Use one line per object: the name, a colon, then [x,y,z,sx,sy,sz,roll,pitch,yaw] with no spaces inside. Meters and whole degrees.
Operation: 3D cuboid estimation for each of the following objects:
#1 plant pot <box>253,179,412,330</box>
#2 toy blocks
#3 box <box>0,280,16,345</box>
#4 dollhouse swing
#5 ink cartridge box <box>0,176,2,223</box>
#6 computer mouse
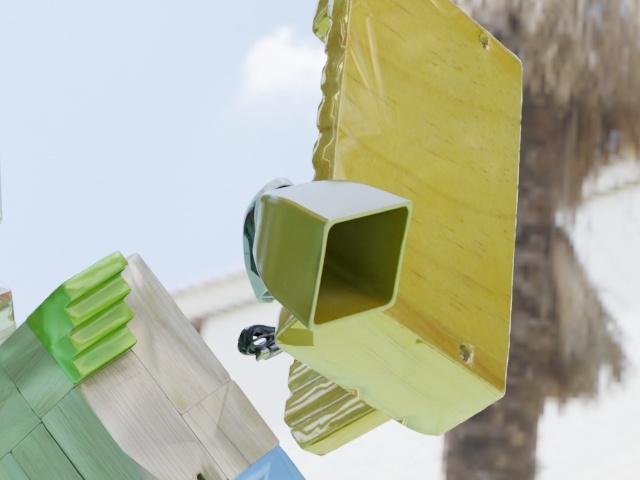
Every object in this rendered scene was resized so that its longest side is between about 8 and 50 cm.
plant pot: [0.000,0.000,1.302,0.081,0.083,0.081,-14,-56,-41]
toy blocks: [-0.134,0.192,1.212,0.261,0.191,0.381,53,-44,4]
box: [-0.453,0.109,1.881,0.324,0.067,0.063,-20,-56,-32]
dollhouse swing: [0.005,-0.015,1.731,0.305,0.346,0.315,-19,-38,37]
ink cartridge box: [-0.306,-0.069,1.604,0.062,0.181,0.104,6,-34,-21]
computer mouse: [-0.050,0.025,1.982,0.042,0.106,0.193,15,-66,40]
